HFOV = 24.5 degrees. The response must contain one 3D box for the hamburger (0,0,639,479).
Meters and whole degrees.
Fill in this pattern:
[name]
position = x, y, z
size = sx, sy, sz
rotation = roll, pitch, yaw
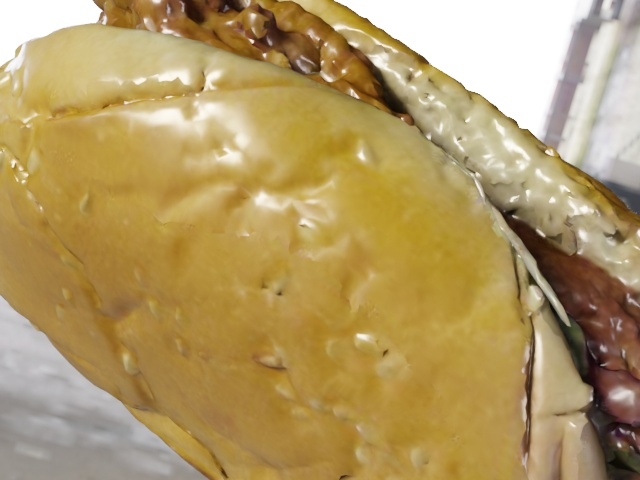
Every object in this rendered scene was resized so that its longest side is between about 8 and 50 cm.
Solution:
[hamburger]
position = 0.000, 0.000, 0.539
size = 0.282, 0.155, 0.245
rotation = 1, -53, 46
